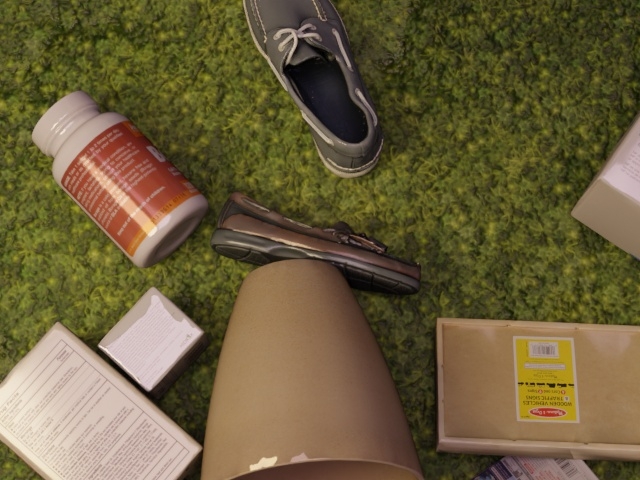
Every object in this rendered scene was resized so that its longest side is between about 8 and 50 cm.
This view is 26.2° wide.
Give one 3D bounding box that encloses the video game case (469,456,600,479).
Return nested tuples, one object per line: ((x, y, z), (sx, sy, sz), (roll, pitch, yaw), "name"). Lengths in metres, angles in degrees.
((0.258, 0.339, 1.617), (0.183, 0.023, 0.201), (-32, 50, -7), "video game case")

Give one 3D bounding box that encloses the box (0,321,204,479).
((-0.267, 0.231, 1.630), (0.232, 0.127, 0.148), (40, 81, 7), "box")

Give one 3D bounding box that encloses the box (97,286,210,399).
((-0.200, 0.126, 1.665), (0.087, 0.101, 0.102), (42, 81, 8), "box")

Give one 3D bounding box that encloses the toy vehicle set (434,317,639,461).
((0.272, 0.180, 1.667), (0.266, 0.035, 0.166), (3, 61, 0), "toy vehicle set")

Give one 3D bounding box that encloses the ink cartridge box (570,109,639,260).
((0.473, -0.106, 1.670), (0.198, 0.197, 0.270), (35, 80, 7), "ink cartridge box")

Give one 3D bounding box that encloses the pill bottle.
((-0.251, -0.079, 1.697), (0.121, 0.121, 0.216), (-43, 82, -8), "pill bottle")

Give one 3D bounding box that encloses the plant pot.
((-0.022, 0.170, 1.603), (0.256, 0.256, 0.274), (-6, 63, -2), "plant pot")

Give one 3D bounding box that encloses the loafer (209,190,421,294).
((0.000, 0.000, 1.700), (0.267, 0.096, 0.084), (13, 73, 4), "loafer")

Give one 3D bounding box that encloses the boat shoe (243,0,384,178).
((-0.008, -0.235, 1.742), (0.116, 0.099, 0.319), (-23, 80, -5), "boat shoe")
